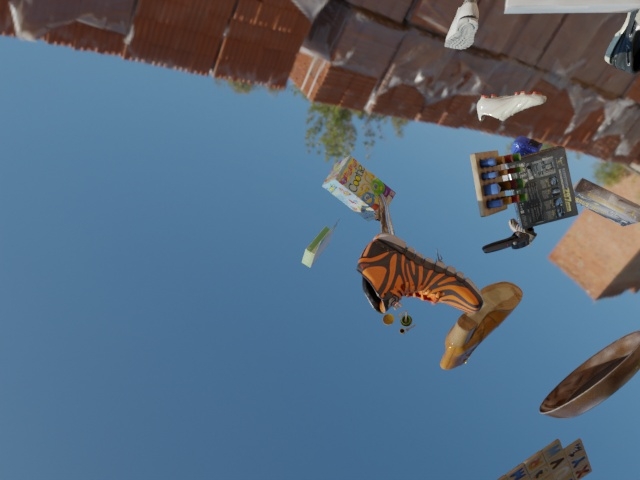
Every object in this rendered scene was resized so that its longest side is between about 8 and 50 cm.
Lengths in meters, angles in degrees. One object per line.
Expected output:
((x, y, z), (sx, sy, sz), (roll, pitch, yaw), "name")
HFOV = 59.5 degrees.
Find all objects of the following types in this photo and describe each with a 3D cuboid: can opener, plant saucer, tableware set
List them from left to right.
((0.298, 0.304, 2.223), (0.154, 0.104, 0.024), (57, -178, 33), "tableware set")
((0.717, 0.013, 2.157), (0.186, 0.073, 0.059), (-16, -170, 1), "can opener")
((0.657, 0.328, 1.331), (0.050, 0.310, 0.310), (49, -146, 16), "plant saucer")

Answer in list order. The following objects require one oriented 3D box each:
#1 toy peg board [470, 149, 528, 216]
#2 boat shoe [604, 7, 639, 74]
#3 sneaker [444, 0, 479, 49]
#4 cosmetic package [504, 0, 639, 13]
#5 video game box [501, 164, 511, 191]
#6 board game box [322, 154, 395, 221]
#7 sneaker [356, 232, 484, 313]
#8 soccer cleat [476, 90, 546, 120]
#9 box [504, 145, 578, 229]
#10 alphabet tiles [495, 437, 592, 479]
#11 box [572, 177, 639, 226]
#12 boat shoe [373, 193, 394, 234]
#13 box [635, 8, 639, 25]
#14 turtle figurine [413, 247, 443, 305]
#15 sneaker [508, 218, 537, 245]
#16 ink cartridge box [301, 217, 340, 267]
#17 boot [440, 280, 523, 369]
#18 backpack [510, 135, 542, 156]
((0.461, -0.153, 1.426), (0.079, 0.161, 0.161), (-8, -176, 38), "toy peg board")
((0.898, -0.596, 1.523), (0.127, 0.340, 0.113), (-19, -121, -17), "boat shoe")
((0.478, -0.721, 1.879), (0.090, 0.094, 0.235), (3, 174, -4), "sneaker")
((0.568, -0.702, 1.224), (0.284, 0.377, 0.097), (5, -168, 14), "cosmetic package")
((0.873, -0.290, 2.602), (0.187, 0.048, 0.205), (19, 167, -3), "video game box")
((0.173, -0.230, 2.514), (0.275, 0.144, 0.142), (37, -110, -16), "board game box")
((0.230, 0.128, 1.389), (0.321, 0.124, 0.180), (29, -120, 16), "sneaker")
((0.542, -0.380, 1.591), (0.196, 0.076, 0.068), (5, -169, 39), "soccer cleat")
((0.717, -0.171, 1.819), (0.183, 0.232, 0.059), (-16, -167, 11), "box")
((0.592, 0.685, 1.539), (0.285, 0.342, 0.011), (59, 176, -33), "alphabet tiles")
((0.990, -0.131, 1.957), (0.231, 0.056, 0.183), (30, -175, 12), "box")
((0.253, -0.104, 2.307), (0.066, 0.066, 0.183), (55, -159, -75), "boat shoe")
((0.864, -0.510, 1.288), (0.127, 0.148, 0.232), (-4, -125, -5), "box")
((0.413, 0.128, 2.164), (0.175, 0.118, 0.234), (-24, -91, -48), "turtle figurine")
((0.857, -0.048, 2.357), (0.063, 0.075, 0.170), (31, -156, -27), "sneaker")
((0.000, 0.000, 2.524), (0.056, 0.235, 0.171), (33, -123, 10), "ink cartridge box")
((0.473, 0.257, 1.683), (0.295, 0.211, 0.104), (-28, -125, -30), "boot")
((0.931, -0.416, 2.551), (0.120, 0.098, 0.101), (33, -120, 16), "backpack")
